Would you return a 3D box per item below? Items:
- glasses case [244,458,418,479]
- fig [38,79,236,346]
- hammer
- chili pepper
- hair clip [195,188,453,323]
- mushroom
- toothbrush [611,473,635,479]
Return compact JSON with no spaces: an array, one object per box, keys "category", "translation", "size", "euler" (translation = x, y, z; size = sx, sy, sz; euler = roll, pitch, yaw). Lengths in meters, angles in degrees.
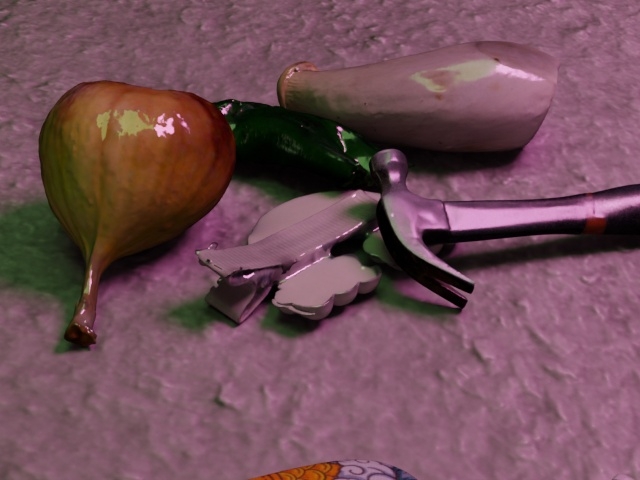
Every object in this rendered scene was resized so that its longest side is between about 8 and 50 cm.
[{"category":"glasses case","translation":[-0.075,0.206,0.644],"size":[0.321,0.082,0.122],"euler":[-15,39,-18]},{"category":"fig","translation":[-0.164,-0.041,0.948],"size":[0.160,0.143,0.231],"euler":[14,36,8]},{"category":"hammer","translation":[0.190,-0.015,0.967],"size":[0.290,0.037,0.137],"euler":[-2,56,-12]},{"category":"chili pepper","translation":[-0.024,-0.090,1.085],"size":[0.224,0.061,0.098],"euler":[13,16,27]},{"category":"hair clip","translation":[0.000,0.000,0.969],"size":[0.220,0.054,0.140],"euler":[-26,37,-35]},{"category":"mushroom","translation":[0.085,-0.135,1.109],"size":[0.270,0.103,0.118],"euler":[3,17,11]},{"category":"toothbrush","translation":[0.304,0.222,0.654],"size":[0.342,0.025,0.030],"euler":[27,51,35]}]
